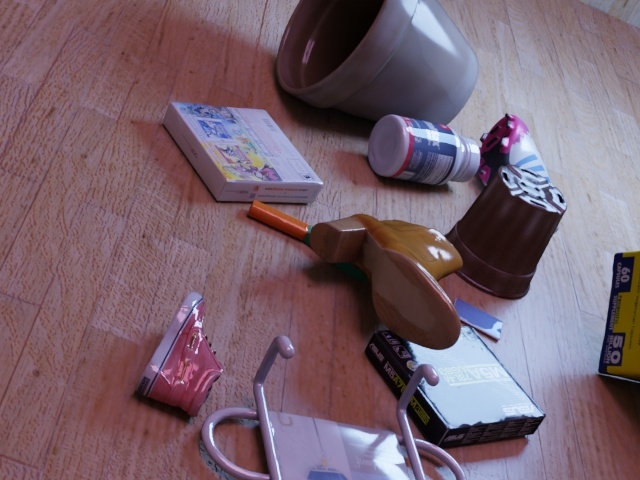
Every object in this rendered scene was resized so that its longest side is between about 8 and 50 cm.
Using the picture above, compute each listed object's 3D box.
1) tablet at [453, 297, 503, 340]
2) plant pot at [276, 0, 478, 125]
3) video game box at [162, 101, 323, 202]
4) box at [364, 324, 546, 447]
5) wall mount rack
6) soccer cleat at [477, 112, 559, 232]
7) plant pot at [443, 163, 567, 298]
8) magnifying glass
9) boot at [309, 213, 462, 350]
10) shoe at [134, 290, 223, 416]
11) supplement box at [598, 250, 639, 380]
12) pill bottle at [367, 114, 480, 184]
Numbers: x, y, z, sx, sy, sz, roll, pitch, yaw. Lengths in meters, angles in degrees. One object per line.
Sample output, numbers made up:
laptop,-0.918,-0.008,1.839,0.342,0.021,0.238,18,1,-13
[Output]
tablet,0.237,0.119,1.838,0.083,0.006,0.054,28,30,1
plant pot,0.124,-0.339,2.202,0.280,0.323,0.323,30,25,-31
video game box,-0.122,-0.136,1.895,0.187,0.048,0.205,3,38,-40
box,0.181,0.193,1.638,0.190,0.045,0.184,1,37,-38
wall mount rack,0.054,0.248,1.360,0.350,0.130,0.304,13,33,-23
soccer cleat,0.362,-0.108,2.213,0.143,0.116,0.331,37,29,-17
plant pot,0.303,-0.021,1.950,0.167,0.165,0.167,21,31,-13
magnifying glass,0.000,0.000,1.812,0.231,0.026,0.092,27,30,-6
boot,0.143,0.045,1.718,0.211,0.104,0.295,-4,33,-46
shoe,-0.152,0.135,1.438,0.081,0.063,0.178,28,35,-3
supplement box,0.598,0.120,1.761,0.195,0.194,0.356,14,-10,-24
pill bottle,0.183,-0.153,2.115,0.180,0.108,0.108,7,36,-33
